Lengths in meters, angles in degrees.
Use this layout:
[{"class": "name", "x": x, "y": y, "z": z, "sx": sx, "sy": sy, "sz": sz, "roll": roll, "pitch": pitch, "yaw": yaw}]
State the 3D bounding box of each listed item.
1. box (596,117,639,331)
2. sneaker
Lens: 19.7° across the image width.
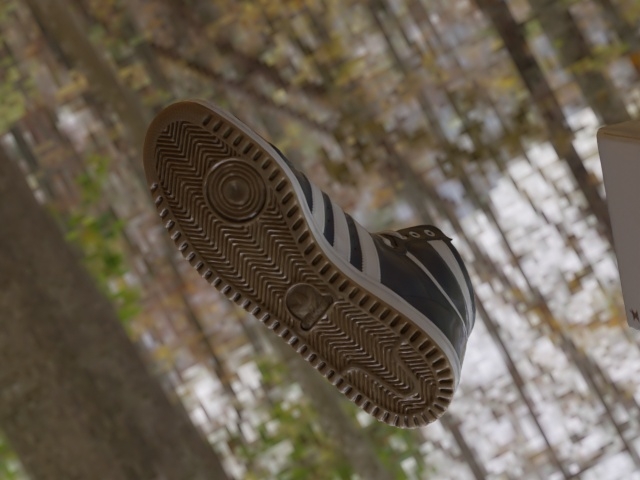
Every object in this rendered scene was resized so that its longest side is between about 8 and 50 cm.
[{"class": "box", "x": 0.191, "y": -0.009, "z": 0.844, "sx": 0.087, "sy": 0.101, "sz": 0.102, "roll": -14, "pitch": -169, "yaw": -14}, {"class": "sneaker", "x": 0.000, "y": 0.000, "z": 1.315, "sx": 0.099, "sy": 0.282, "sz": 0.153, "roll": -43, "pitch": -178, "yaw": 26}]
